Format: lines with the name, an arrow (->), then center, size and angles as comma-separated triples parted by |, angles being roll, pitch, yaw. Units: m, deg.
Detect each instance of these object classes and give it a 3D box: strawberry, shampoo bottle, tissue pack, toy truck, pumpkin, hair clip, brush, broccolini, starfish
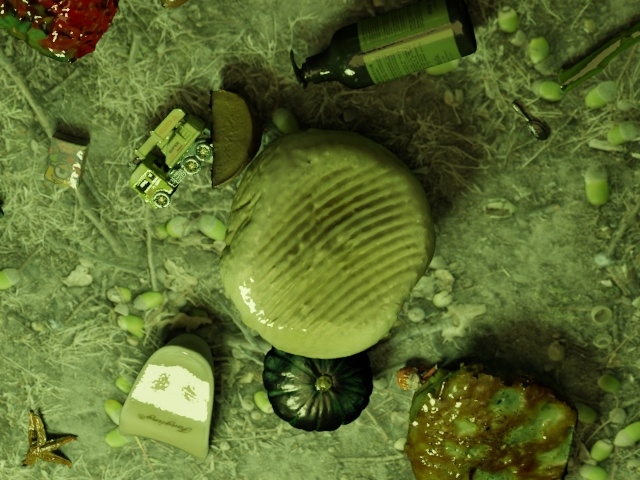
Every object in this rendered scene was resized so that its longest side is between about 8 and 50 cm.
strawberry -> -0.400, -0.428, 1.764 | 0.238, 0.250, 0.288 | 24, 88, 4
shampoo bottle -> 0.093, -0.294, 1.822 | 0.283, 0.101, 0.101 | -16, 110, 13
tissue pack -> -0.426, -0.134, 1.989 | 0.063, 0.035, 0.083 | 16, 114, 0
toy truck -> -0.246, -0.140, 1.942 | 0.100, 0.077, 0.169 | 39, 113, -12
pumpkin -> -0.003, 0.231, 2.026 | 0.194, 0.150, 0.194 | -2, 114, -4
hair clip -> -0.258, 0.283, 2.100 | 0.172, 0.113, 0.282 | 19, 114, -1
brush -> 0.332, -0.189, 1.885 | 0.024, 0.008, 0.083 | -39, 103, 23
broccolini -> 0.504, -0.366, 1.768 | 0.392, 0.074, 0.079 | -36, 145, 20
starfish -> -0.523, 0.394, 2.218 | 0.133, 0.041, 0.130 | 42, 113, -10

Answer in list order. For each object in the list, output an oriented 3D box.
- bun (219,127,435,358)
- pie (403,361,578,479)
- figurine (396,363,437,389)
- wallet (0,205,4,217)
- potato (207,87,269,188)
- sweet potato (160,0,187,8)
bun -> 0.000, 0.000, 1.880 | 0.349, 0.227, 0.352 | -33, 102, -8
pie -> 0.288, 0.341, 2.047 | 0.288, 0.103, 0.355 | 1, 124, 0
figurine -> 0.187, 0.242, 2.065 | 0.109, 0.047, 0.064 | 4, 106, -4
wallet -> -0.744, -0.047, 2.048 | 0.342, 0.075, 0.237 | -30, 103, 18
potato -> -0.125, -0.152, 1.889 | 0.089, 0.101, 0.172 | -6, 67, 6
sweet potato -> -0.221, -0.521, 1.772 | 0.114, 0.092, 0.342 | -1, 113, 25
